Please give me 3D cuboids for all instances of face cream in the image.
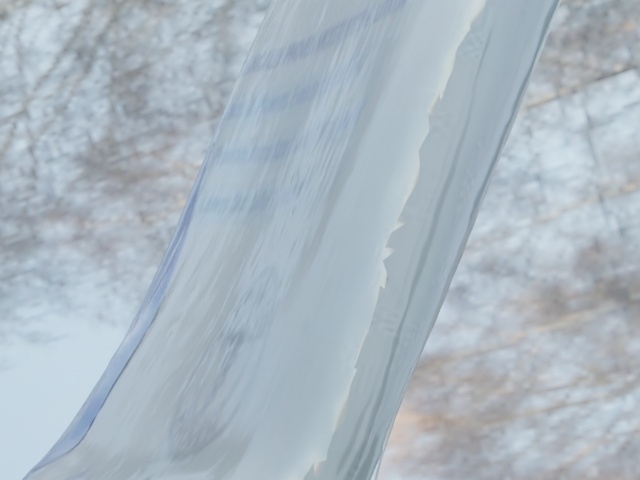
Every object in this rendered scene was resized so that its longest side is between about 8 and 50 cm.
[{"bbox_3d":[0.000,0.000,0.507,0.137,0.235,0.420,26,-100,-14],"label":"face cream"}]
